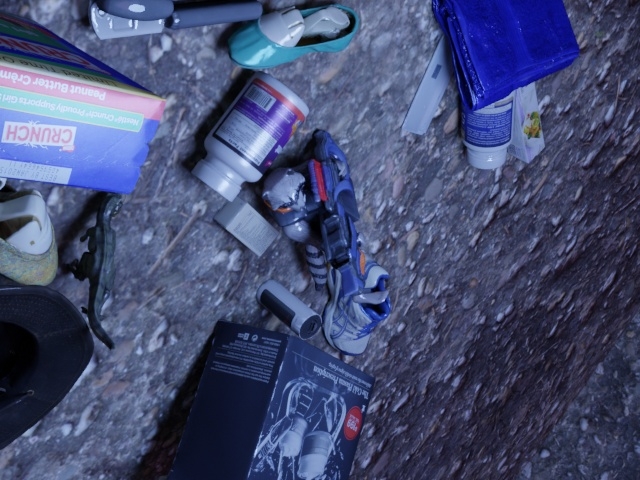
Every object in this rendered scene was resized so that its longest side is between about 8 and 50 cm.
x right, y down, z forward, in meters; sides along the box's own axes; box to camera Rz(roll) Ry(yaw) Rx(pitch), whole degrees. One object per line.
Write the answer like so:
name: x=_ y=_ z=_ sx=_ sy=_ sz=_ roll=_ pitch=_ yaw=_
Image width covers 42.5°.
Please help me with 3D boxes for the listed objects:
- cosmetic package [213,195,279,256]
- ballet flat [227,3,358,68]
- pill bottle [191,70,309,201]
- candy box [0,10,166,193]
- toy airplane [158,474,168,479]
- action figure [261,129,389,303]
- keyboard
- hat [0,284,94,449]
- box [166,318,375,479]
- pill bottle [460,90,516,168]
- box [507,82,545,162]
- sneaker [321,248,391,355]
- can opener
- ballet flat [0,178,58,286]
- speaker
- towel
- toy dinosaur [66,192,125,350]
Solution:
cosmetic package: x=-0.128 y=-0.026 z=1.439 sx=0.060 sy=0.041 sz=0.115 roll=-50 pitch=141 yaw=-5
ballet flat: x=-0.035 y=-0.328 z=1.274 sx=0.247 sy=0.083 sz=0.087 roll=-21 pitch=164 yaw=-40
pill bottle: x=-0.115 y=-0.161 z=1.301 sx=0.193 sy=0.108 sz=0.108 roll=-53 pitch=141 yaw=-1
candy box: x=-0.367 y=-0.172 z=0.866 sx=0.268 sy=0.317 sz=0.122 roll=6 pitch=112 yaw=-48
toy airplane: x=-0.276 y=0.672 z=1.616 sx=0.384 sy=0.273 sz=0.386 roll=55 pitch=42 yaw=-63
action figure: x=0.000 y=0.000 z=1.444 sx=0.179 sy=0.341 sz=0.330 roll=-22 pitch=137 yaw=18
keyboard: x=0.231 y=-0.329 z=1.613 sx=0.072 sy=0.014 sz=0.256 roll=9 pitch=110 yaw=-43
hat: x=-0.487 y=0.156 z=1.136 sx=0.331 sy=0.134 sz=0.331 roll=-21 pitch=138 yaw=-21
box: x=-0.079 y=0.358 z=1.579 sx=0.343 sy=0.179 sz=0.312 roll=35 pitch=68 yaw=-52
pill bottle: x=0.347 y=-0.246 z=1.709 sx=0.112 sy=0.112 sz=0.186 roll=-32 pitch=136 yaw=-26
box: x=0.428 y=-0.302 z=1.788 sx=0.063 sy=0.067 sz=0.324 roll=-44 pitch=139 yaw=-14
sneaker: x=0.081 y=0.152 z=1.714 sx=0.112 sy=0.131 sz=0.296 roll=-33 pitch=138 yaw=-28
can opener: x=-0.188 y=-0.321 z=1.132 sx=0.280 sy=0.093 sz=0.074 roll=-21 pitch=130 yaw=-41
ballet flat: x=-0.424 y=-0.049 z=1.047 sx=0.123 sy=0.123 sz=0.348 roll=-48 pitch=138 yaw=-8
speaker: x=-0.059 y=0.129 z=1.546 sx=0.055 sy=0.136 sz=0.055 roll=-26 pitch=134 yaw=-30
towel: x=0.367 y=-0.400 z=1.578 sx=0.308 sy=0.076 sz=0.227 roll=-28 pitch=105 yaw=-31
toy dinosaur: x=-0.326 y=0.053 z=1.201 sx=0.064 sy=0.268 sz=0.118 roll=11 pitch=147 yaw=-28
